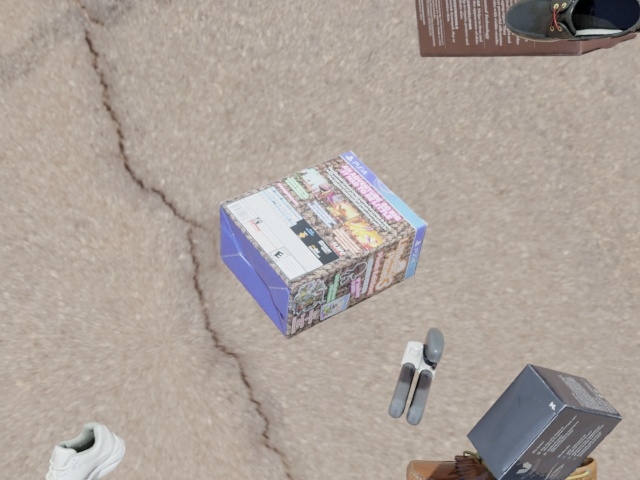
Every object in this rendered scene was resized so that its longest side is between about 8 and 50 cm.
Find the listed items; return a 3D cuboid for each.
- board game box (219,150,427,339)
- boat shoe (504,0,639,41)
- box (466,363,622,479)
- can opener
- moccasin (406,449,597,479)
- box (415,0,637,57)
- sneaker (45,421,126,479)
[{"bbox_3d":[0.000,0.000,1.481,0.291,0.141,0.232,-24,54,-26],"label":"board game box"},{"bbox_3d":[0.223,-0.200,0.727,0.042,0.133,0.048,-18,112,-53],"label":"boat shoe"},{"bbox_3d":[0.334,0.279,1.231,0.158,0.093,0.156,18,115,-39],"label":"box"},{"bbox_3d":[0.203,0.267,1.705,0.076,0.283,0.095,21,114,7],"label":"can opener"},{"bbox_3d":[0.364,0.471,1.659,0.380,0.139,0.146,3,104,9],"label":"moccasin"},{"bbox_3d":[0.382,-0.432,1.578,0.191,0.381,0.143,-22,115,-36],"label":"box"},{"bbox_3d":[-0.463,0.421,1.485,0.232,0.090,0.115,-54,138,-30],"label":"sneaker"}]
